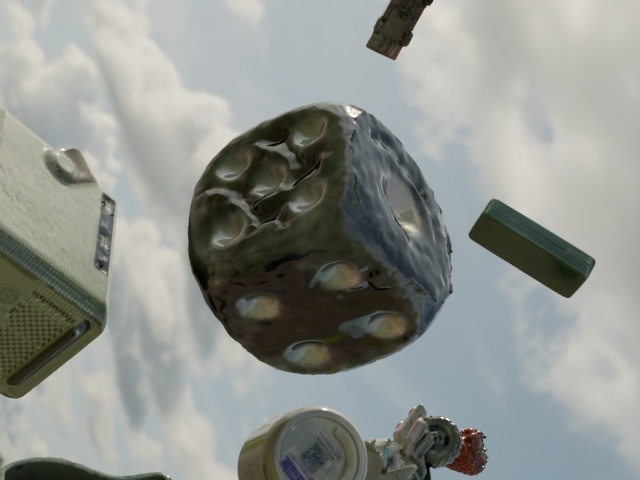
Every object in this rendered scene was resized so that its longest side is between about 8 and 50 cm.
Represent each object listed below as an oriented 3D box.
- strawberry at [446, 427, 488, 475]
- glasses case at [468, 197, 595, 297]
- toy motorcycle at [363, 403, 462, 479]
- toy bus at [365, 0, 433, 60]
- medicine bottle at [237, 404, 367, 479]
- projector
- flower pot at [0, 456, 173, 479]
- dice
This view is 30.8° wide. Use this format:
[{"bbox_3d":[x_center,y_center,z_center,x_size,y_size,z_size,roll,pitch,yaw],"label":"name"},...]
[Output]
[{"bbox_3d":[0.219,0.330,1.804,0.073,0.083,0.073,-14,90,-71],"label":"strawberry"},{"bbox_3d":[0.317,0.012,1.749,0.184,0.039,0.077,32,-33,5],"label":"glasses case"},{"bbox_3d":[0.065,0.319,1.677,0.204,0.239,0.108,33,-32,34],"label":"toy motorcycle"},{"bbox_3d":[0.133,-0.369,1.809,0.192,0.065,0.077,121,-9,-47],"label":"toy bus"},{"bbox_3d":[-0.034,0.289,1.482,0.135,0.135,0.215,68,-23,9],"label":"medicine bottle"},{"bbox_3d":[-0.303,0.001,1.108,0.177,0.163,0.242,43,22,-29],"label":"projector"},{"bbox_3d":[-0.303,0.354,1.486,0.103,0.229,0.108,-97,-158,-51],"label":"flower pot"},{"bbox_3d":[0.000,0.000,1.037,0.182,0.183,0.181,49,30,-38],"label":"dice"}]
